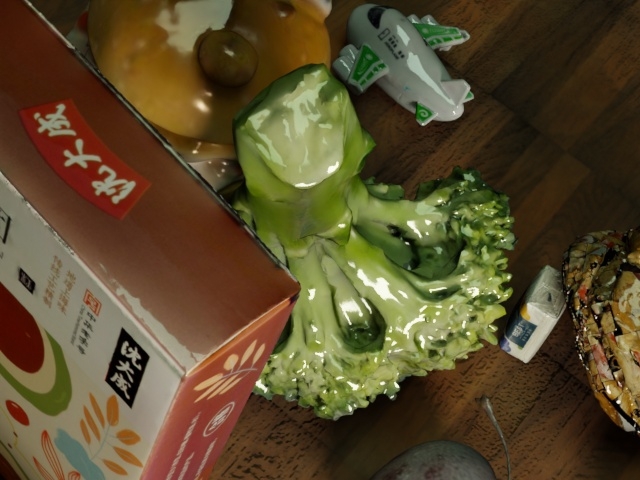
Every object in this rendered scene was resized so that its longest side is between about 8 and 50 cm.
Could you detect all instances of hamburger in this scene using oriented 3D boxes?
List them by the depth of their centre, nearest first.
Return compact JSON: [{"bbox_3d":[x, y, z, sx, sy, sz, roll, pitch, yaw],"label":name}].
[{"bbox_3d":[0.326,0.088,1.543,0.231,0.106,0.231,33,48,-45],"label":"hamburger"},{"bbox_3d":[-0.115,-0.191,1.546,0.276,0.237,0.276,10,56,-14],"label":"hamburger"}]

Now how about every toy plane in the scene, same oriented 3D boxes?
[{"bbox_3d":[0.094,-0.196,1.721,0.174,0.080,0.174,9,52,-11],"label":"toy plane"}]

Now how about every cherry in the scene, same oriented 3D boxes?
[{"bbox_3d":[0.093,0.219,1.417,0.148,0.115,0.188,-24,50,11],"label":"cherry"}]

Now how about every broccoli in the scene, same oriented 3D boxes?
[{"bbox_3d":[0.028,-0.007,1.370,0.353,0.397,0.275,-15,63,-36],"label":"broccoli"}]

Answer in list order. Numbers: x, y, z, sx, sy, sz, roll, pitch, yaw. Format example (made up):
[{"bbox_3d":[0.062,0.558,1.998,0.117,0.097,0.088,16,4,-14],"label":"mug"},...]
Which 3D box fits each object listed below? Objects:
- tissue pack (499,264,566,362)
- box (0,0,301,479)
[{"bbox_3d":[0.215,0.073,1.568,0.042,0.083,0.062,30,51,4],"label":"tissue pack"},{"bbox_3d":[-0.214,0.047,1.241,0.122,0.385,0.344,-35,73,-34],"label":"box"}]
